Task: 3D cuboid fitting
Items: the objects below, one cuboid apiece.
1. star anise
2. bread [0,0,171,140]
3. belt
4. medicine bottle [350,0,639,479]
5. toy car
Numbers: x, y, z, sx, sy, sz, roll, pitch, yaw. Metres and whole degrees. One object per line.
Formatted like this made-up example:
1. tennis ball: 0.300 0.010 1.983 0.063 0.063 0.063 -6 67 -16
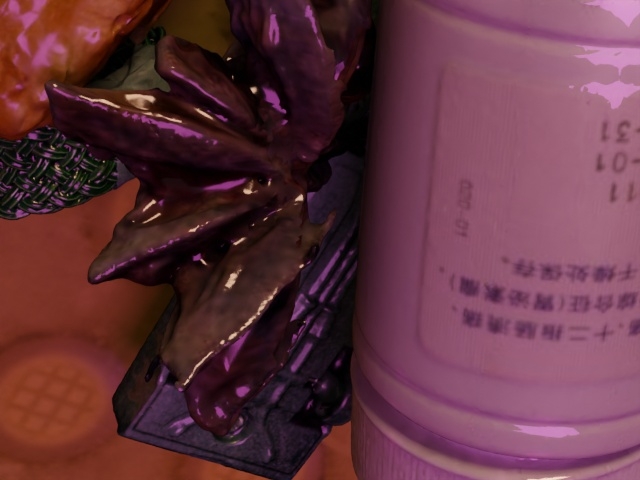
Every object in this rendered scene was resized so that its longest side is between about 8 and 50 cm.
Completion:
1. star anise: -0.037 -0.045 0.754 0.129 0.212 0.283 22 100 16
2. bread: -0.103 -0.223 0.727 0.195 0.149 0.344 41 106 -10
3. belt: -0.139 -0.061 0.838 0.151 0.121 0.079 -23 124 -14
4. medicine bottle: 0.115 -0.010 0.791 0.190 0.190 0.332 -4 122 -13
5. toy car: 0.000 0.000 0.926 0.141 0.097 0.321 22 109 -33
